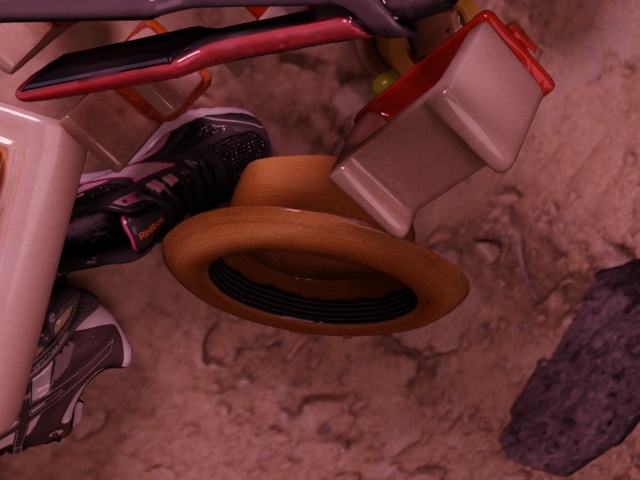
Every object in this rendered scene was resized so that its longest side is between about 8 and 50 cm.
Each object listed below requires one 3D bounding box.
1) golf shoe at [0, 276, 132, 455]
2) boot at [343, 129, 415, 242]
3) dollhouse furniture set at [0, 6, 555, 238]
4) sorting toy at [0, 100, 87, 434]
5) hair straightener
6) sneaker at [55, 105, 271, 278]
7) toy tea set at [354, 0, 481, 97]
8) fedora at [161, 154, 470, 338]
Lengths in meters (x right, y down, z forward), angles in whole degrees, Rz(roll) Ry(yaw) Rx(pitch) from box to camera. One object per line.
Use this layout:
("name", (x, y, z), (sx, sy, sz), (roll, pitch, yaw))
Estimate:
("golf shoe", (-0.206, 0.116, 0.569), (0.198, 0.077, 0.094), (-44, 123, 2))
("boot", (0.020, -0.032, 0.625), (0.106, 0.037, 0.114), (-10, 114, -19))
("dollhouse furniture set", (-0.008, -0.136, 0.435), (0.259, 0.135, 0.262), (44, 130, -14))
("sorting toy", (-0.251, 0.000, 0.474), (0.208, 0.038, 0.193), (17, 103, -6))
("hair straightener", (-0.047, -0.108, 0.345), (0.047, 0.230, 0.089), (-56, 137, -45))
("sneaker", (-0.107, -0.020, 0.547), (0.178, 0.077, 0.072), (-29, 122, -10))
("toy tea set", (0.133, -0.235, 0.525), (0.336, 0.124, 0.200), (-44, 123, 1))
("fedora", (0.000, 0.000, 0.553), (0.194, 0.194, 0.079), (21, 61, -30))
